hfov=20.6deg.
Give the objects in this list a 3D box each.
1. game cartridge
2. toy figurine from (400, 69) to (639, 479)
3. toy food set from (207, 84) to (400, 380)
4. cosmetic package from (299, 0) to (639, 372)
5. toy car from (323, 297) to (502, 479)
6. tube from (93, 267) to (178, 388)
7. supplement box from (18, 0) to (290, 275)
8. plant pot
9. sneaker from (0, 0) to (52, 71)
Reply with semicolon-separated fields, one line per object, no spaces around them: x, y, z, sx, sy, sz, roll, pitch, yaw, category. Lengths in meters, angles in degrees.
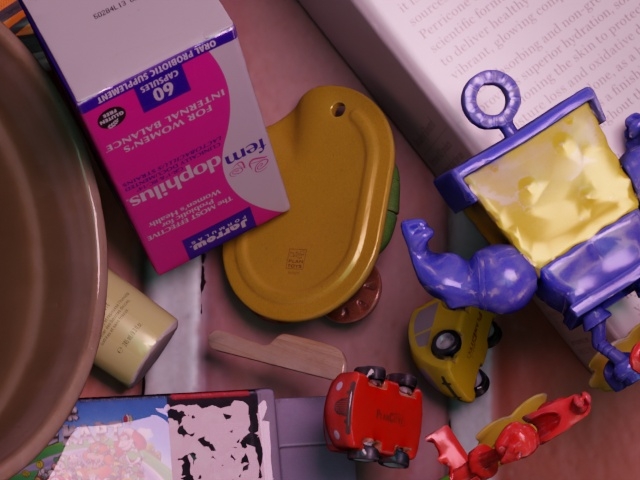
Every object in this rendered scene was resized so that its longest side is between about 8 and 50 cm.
-0.144;0.220;1.204;0.355;0.068;0.230;-2;77;-12;game cartridge
0.179;-0.032;1.081;0.362;0.191;0.217;-33;82;-6;toy figurine
0.000;0.000;1.279;0.128;0.071;0.218;3;73;29;toy food set
0.157;-0.150;1.260;0.230;0.161;0.453;-37;88;-7;cosmetic package
0.074;0.156;1.239;0.053;0.239;0.225;-2;109;31;toy car
-0.216;0.015;1.260;0.240;0.062;0.070;35;41;5;tube
-0.107;-0.091;1.183;0.111;0.220;0.114;-28;60;-6;supplement box
-0.343;0.018;1.112;0.323;0.280;0.323;18;67;-47;plant pot
-0.253;-0.199;1.230;0.321;0.124;0.180;-13;101;-7;sneaker
